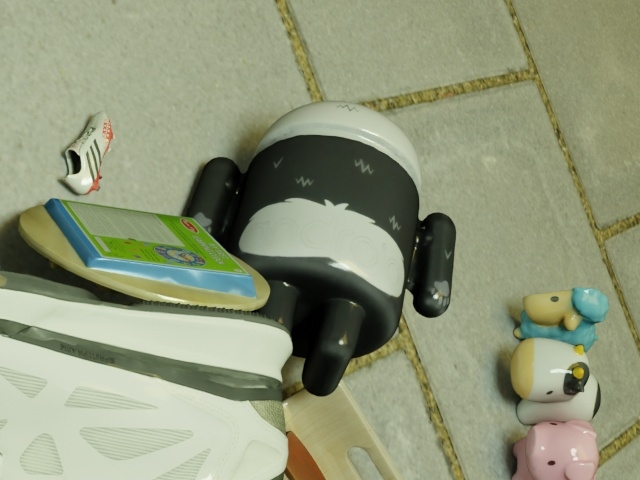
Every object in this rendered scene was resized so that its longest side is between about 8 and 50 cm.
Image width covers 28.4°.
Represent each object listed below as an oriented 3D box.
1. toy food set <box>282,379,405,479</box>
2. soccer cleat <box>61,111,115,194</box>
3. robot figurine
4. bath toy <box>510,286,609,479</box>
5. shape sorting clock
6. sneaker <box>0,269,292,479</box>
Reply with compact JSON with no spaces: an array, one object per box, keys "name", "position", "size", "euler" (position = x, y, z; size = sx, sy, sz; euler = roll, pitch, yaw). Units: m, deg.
[{"name":"toy food set","position":[-0.013,0.287,1.080],"size":[0.219,0.092,0.306],"euler":[59,40,-11]},{"name":"soccer cleat","position":[-0.201,-0.079,1.084],"size":[0.035,0.029,0.083],"euler":[33,55,-41]},{"name":"robot figurine","position":[0.001,0.002,1.171],"size":[0.209,0.173,0.278],"euler":[41,46,-34]},{"name":"bath toy","position":[0.274,0.230,1.415],"size":[0.151,0.129,0.348],"euler":[31,53,-38]},{"name":"shape sorting clock","position":[-0.139,0.015,1.006],"size":[0.206,0.206,0.040],"euler":[-2,112,-50]},{"name":"sneaker","position":[-0.203,0.165,0.826],"size":[0.447,0.169,0.257],"euler":[9,69,-34]}]
